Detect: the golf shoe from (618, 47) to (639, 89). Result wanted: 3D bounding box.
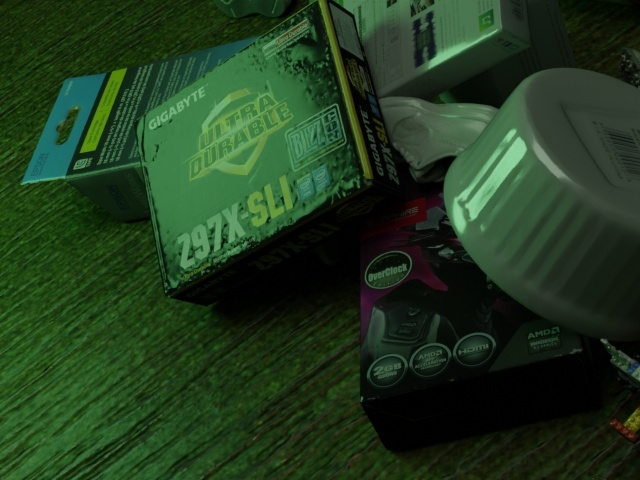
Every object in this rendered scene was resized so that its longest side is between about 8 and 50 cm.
[{"bbox_3d":[0.415,-0.174,1.488,0.086,0.069,0.176,-7,42,-8],"label":"golf shoe"}]

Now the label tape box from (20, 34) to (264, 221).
[{"bbox_3d":[-0.227,-0.151,1.764,0.333,0.106,0.241,-9,43,20],"label":"label tape box"}]

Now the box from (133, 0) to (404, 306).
[{"bbox_3d":[-0.072,-0.100,1.485,0.322,0.079,0.257,-28,64,30],"label":"box"}]

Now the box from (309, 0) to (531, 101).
[{"bbox_3d":[0.108,-0.275,1.497,0.322,0.058,0.232,-23,58,43],"label":"box"}]

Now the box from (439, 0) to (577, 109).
[{"bbox_3d":[0.218,-0.244,1.563,0.119,0.181,0.182,-36,40,-10],"label":"box"}]

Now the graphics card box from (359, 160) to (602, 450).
[{"bbox_3d":[0.161,0.040,1.353,0.232,0.094,0.371,-14,41,15],"label":"graphics card box"}]

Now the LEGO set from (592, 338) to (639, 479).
[{"bbox_3d":[0.351,0.166,1.103,0.244,0.060,0.182,-13,58,19],"label":"LEGO set"}]

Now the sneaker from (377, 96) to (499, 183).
[{"bbox_3d":[0.115,-0.108,1.422,0.212,0.080,0.094,6,69,44],"label":"sneaker"}]

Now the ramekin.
[{"bbox_3d":[0.274,-0.047,1.235,0.277,0.135,0.277,16,41,-14],"label":"ramekin"}]

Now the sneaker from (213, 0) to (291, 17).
[{"bbox_3d":[-0.108,-0.397,2.022,0.152,0.054,0.061,11,43,29],"label":"sneaker"}]

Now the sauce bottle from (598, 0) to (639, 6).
[{"bbox_3d":[0.334,-0.395,1.727,0.344,0.111,0.111,18,56,43],"label":"sauce bottle"}]

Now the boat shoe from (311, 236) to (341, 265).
[{"bbox_3d":[0.000,0.000,1.537,0.035,0.035,0.100,-42,37,26],"label":"boat shoe"}]
